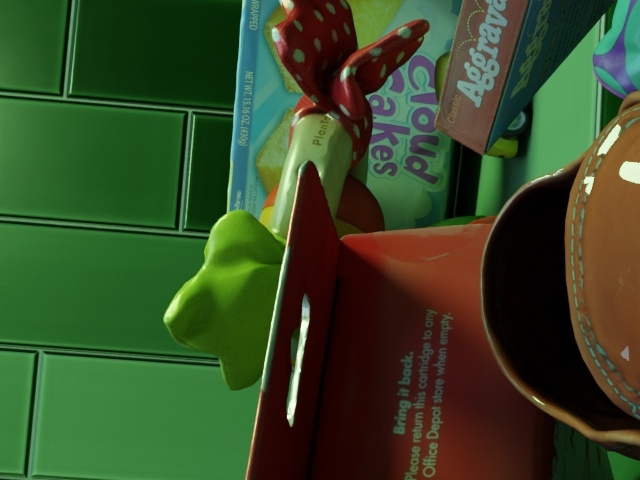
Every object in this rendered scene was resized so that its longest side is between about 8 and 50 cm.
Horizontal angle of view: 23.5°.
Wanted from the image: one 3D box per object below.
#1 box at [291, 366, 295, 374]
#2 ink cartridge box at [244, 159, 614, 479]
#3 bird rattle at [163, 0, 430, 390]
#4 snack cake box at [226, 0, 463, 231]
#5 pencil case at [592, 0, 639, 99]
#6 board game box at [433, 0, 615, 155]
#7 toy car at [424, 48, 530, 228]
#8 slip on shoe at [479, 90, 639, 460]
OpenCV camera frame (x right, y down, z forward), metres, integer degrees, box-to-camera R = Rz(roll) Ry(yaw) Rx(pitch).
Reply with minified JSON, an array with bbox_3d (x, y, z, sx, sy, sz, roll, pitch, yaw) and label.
[{"bbox_3d":[0.000,0.000,1.325,0.311,0.121,0.148,-77,-8,-74],"label":"box"},{"bbox_3d":[0.049,0.089,0.524,0.231,0.078,0.134,66,-154,-49],"label":"ink cartridge box"},{"bbox_3d":[-0.008,-0.024,0.937,0.207,0.143,0.253,87,-174,-69],"label":"bird rattle"},{"bbox_3d":[0.025,-0.113,1.059,0.089,0.152,0.264,-44,-40,-73],"label":"snack cake box"},{"bbox_3d":[0.123,-0.109,0.442,0.070,0.064,0.151,-125,37,-54],"label":"pencil case"},{"bbox_3d":[0.105,-0.166,0.503,0.145,0.027,0.281,-49,-19,-34],"label":"board game box"},{"bbox_3d":[0.083,-0.003,0.916,0.225,0.053,0.239,103,171,-61],"label":"toy car"},{"bbox_3d":[0.105,0.010,0.325,0.331,0.101,0.123,154,122,-83],"label":"slip on shoe"}]
